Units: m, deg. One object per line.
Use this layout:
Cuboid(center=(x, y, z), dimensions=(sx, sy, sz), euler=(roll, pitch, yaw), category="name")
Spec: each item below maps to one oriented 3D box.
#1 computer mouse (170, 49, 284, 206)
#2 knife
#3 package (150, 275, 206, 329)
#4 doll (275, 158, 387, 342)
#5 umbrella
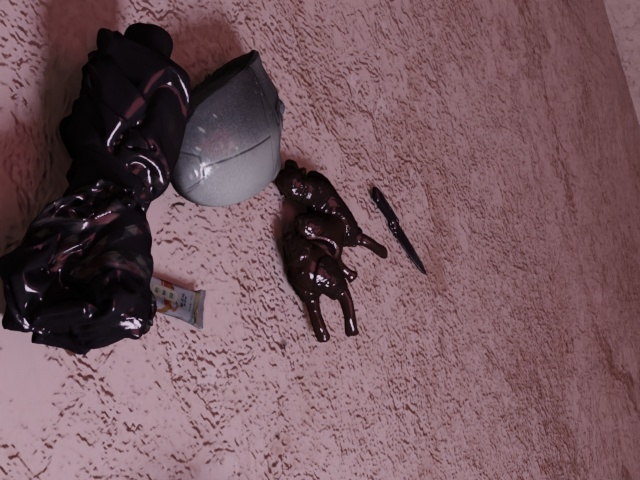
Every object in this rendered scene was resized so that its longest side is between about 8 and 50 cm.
Cuboid(center=(-0.065, -0.099, 0.952), dimensions=(0.229, 0.068, 0.113), euler=(-55, 140, -60), category="computer mouse")
Cuboid(center=(0.098, -0.007, 1.302), dimensions=(0.170, 0.010, 0.023), euler=(54, 39, -43), category="knife")
Cuboid(center=(-0.130, 0.045, 0.881), dimensions=(0.110, 0.015, 0.037), euler=(28, 64, -54), category="package")
Cuboid(center=(0.000, 0.000, 1.085), dimensions=(0.165, 0.057, 0.139), euler=(55, 40, -25), category="doll")
Cuboid(center=(-0.153, -0.046, 0.782), dimensions=(0.122, 0.110, 0.272), euler=(47, 40, -45), category="umbrella")
